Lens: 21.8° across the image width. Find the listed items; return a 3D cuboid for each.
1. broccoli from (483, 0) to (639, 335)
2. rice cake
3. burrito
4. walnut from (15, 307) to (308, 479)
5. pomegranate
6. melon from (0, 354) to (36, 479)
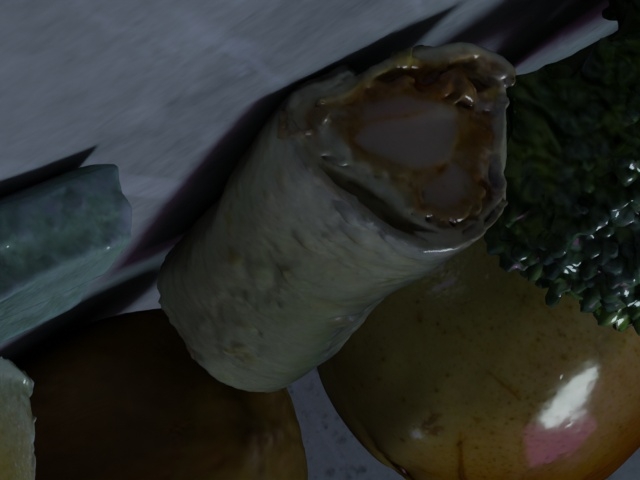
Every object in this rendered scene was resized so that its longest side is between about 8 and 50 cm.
[{"bbox_3d":[0.225,-0.042,0.978,0.375,0.249,0.302,-35,176,-46],"label":"broccoli"},{"bbox_3d":[-0.153,0.028,0.561,0.085,0.040,0.226,-37,172,41],"label":"rice cake"},{"bbox_3d":[0.003,-0.003,0.859,0.143,0.105,0.299,-34,175,-24],"label":"burrito"},{"bbox_3d":[-0.141,0.158,1.031,0.298,0.203,0.203,-31,176,32],"label":"walnut"},{"bbox_3d":[0.147,0.045,1.268,0.319,0.319,0.319,-32,175,-3],"label":"pomegranate"},{"bbox_3d":[-0.219,0.118,0.774,0.139,0.093,0.202,-26,171,25],"label":"melon"}]
